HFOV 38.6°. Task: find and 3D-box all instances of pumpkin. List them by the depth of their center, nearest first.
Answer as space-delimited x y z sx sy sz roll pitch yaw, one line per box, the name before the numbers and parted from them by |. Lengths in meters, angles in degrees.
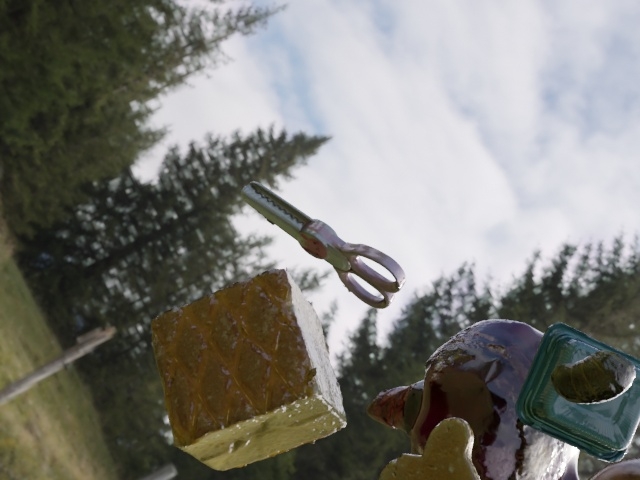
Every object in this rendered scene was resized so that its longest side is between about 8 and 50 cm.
pumpkin | 0.263 0.139 0.885 0.083 0.028 0.050 -26 -68 35

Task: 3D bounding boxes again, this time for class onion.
onion | 0.281 0.347 1.735 0.420 0.398 0.399 -4 -66 48

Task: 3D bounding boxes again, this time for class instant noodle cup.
instant noodle cup | 0.383 0.217 1.289 0.179 0.157 0.070 25 -7 -4

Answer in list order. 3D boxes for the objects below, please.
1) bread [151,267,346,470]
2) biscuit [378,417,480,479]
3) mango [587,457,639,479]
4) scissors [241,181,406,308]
bread | -0.127 0.237 1.636 0.207 0.279 0.279 56 11 -56
biscuit | 0.151 0.325 1.010 0.030 0.153 0.234 29 26 -47
mango | 0.361 0.348 0.943 0.211 0.173 0.317 13 -36 38
scissors | 0.000 0.000 1.175 0.242 0.030 0.118 36 -27 5
